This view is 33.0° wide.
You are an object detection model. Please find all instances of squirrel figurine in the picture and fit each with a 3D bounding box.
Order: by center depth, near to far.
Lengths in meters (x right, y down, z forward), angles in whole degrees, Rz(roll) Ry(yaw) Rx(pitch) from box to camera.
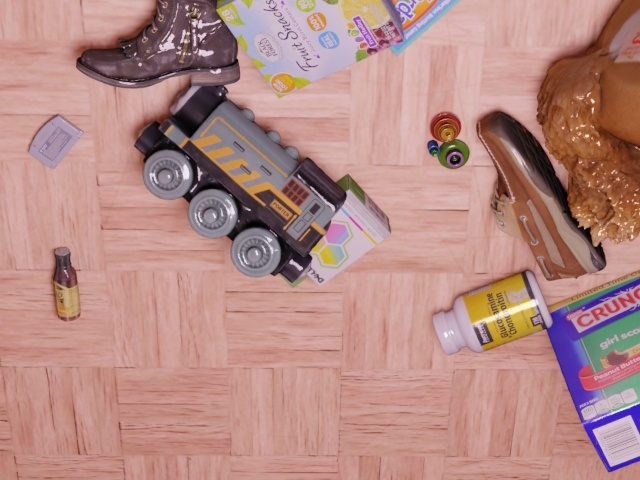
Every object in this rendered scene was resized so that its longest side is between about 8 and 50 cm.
[{"bbox_3d":[0.536,-0.164,1.594,0.397,0.281,0.370,-32,126,28],"label":"squirrel figurine"}]

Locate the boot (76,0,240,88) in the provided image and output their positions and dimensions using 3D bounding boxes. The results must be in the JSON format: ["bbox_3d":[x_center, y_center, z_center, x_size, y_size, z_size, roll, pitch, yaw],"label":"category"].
[{"bbox_3d":[-0.223,-0.341,1.554,0.263,0.091,0.229,-3,119,-10],"label":"boot"}]

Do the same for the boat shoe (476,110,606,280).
[{"bbox_3d":[0.328,-0.051,1.701,0.120,0.122,0.324,-28,115,24],"label":"boat shoe"}]

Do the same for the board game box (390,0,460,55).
[{"bbox_3d":[0.098,-0.393,1.545,0.160,0.047,0.210,-41,113,19],"label":"board game box"}]

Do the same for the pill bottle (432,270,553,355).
[{"bbox_3d":[0.286,0.127,1.807,0.184,0.103,0.103,-22,117,11],"label":"pill bottle"}]

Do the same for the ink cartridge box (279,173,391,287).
[{"bbox_3d":[0.000,0.000,1.755,0.209,0.062,0.109,-36,114,18],"label":"ink cartridge box"}]

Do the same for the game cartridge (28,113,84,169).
[{"bbox_3d":[-0.415,-0.156,1.688,0.056,0.017,0.083,36,113,-23],"label":"game cartridge"}]

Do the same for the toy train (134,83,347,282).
[{"bbox_3d":[-0.119,-0.089,1.643,0.334,0.142,0.190,42,101,-3],"label":"toy train"}]

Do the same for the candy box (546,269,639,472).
[{"bbox_3d":[0.522,0.183,1.721,0.268,0.317,0.122,-25,115,11],"label":"candy box"}]

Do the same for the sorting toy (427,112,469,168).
[{"bbox_3d":[0.198,-0.147,1.687,0.061,0.042,0.102,-18,118,9],"label":"sorting toy"}]

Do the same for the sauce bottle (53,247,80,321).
[{"bbox_3d":[-0.425,0.073,1.802,0.042,0.042,0.128,-1,117,-1],"label":"sauce bottle"}]

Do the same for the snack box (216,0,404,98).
[{"bbox_3d":[-0.013,-0.316,1.511,0.207,0.070,0.174,-22,130,21],"label":"snack box"}]
